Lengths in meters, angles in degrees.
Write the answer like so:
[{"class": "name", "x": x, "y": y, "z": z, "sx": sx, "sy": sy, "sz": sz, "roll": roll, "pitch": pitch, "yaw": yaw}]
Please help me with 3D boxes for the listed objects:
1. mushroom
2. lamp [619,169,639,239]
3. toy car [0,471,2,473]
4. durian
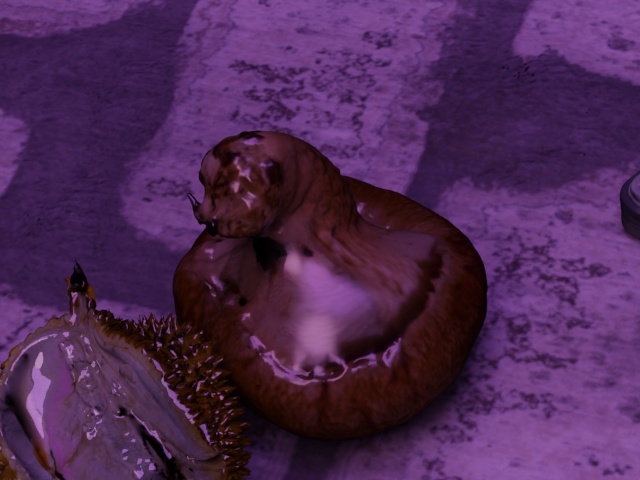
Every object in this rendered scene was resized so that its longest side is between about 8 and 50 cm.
[{"class": "mushroom", "x": 0.013, "y": 0.031, "z": 1.464, "sx": 0.267, "sy": 0.254, "sz": 0.267, "roll": 7, "pitch": 63, "yaw": -14}, {"class": "lamp", "x": 0.438, "y": -0.040, "z": 1.577, "sx": 0.269, "sy": 0.047, "sz": 0.266, "roll": 32, "pitch": 55, "yaw": 32}, {"class": "toy car", "x": -0.307, "y": 0.134, "z": 1.474, "sx": 0.090, "sy": 0.076, "sz": 0.224, "roll": -18, "pitch": 38, "yaw": -9}, {"class": "durian", "x": -0.151, "y": 0.142, "z": 1.395, "sx": 0.193, "sy": 0.138, "sz": 0.237, "roll": -18, "pitch": 61, "yaw": 7}]
